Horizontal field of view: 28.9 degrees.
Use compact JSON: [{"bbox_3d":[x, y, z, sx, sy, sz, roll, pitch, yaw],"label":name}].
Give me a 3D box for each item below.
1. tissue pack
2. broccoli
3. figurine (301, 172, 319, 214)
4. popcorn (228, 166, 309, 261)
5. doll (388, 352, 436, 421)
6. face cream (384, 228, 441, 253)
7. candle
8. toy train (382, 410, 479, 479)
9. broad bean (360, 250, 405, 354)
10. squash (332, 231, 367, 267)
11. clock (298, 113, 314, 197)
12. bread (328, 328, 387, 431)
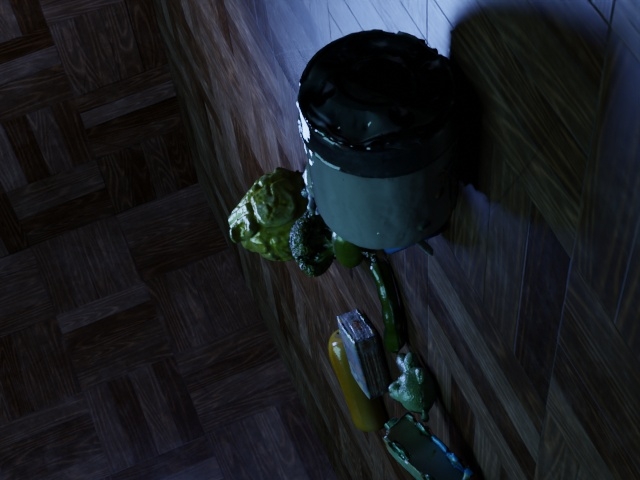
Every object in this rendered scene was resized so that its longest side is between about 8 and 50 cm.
[{"bbox_3d":[0.085,0.224,2.453,0.108,0.060,0.148,-128,18,-56],"label":"tissue pack"},{"bbox_3d":[0.000,0.000,2.312,0.120,0.131,0.130,4,107,37],"label":"broccoli"},{"bbox_3d":[0.000,-0.088,2.175,0.082,0.094,0.086,34,152,-26],"label":"figurine"},{"bbox_3d":[-0.078,-0.047,2.500,0.185,0.167,0.187,47,-145,-21],"label":"popcorn"},{"bbox_3d":[0.153,0.247,2.117,0.150,0.077,0.115,-106,4,-77],"label":"doll"},{"bbox_3d":[0.079,-0.117,1.674,0.149,0.083,0.264,135,114,-82],"label":"face cream"},{"bbox_3d":[0.078,-0.087,1.467,0.330,0.187,0.187,80,165,-55],"label":"candle"},{"bbox_3d":[0.182,0.364,2.053,0.188,0.072,0.099,41,170,33],"label":"toy train"},{"bbox_3d":[0.115,0.114,2.116,0.069,0.039,0.227,43,153,55],"label":"broad bean"},{"bbox_3d":[0.054,0.008,2.156,0.201,0.066,0.066,79,167,-73],"label":"squash"},{"bbox_3d":[0.026,-0.126,1.803,0.144,0.103,0.231,52,-154,-64],"label":"clock"},{"bbox_3d":[0.077,0.301,2.635,0.092,0.074,0.239,34,145,65],"label":"bread"}]
